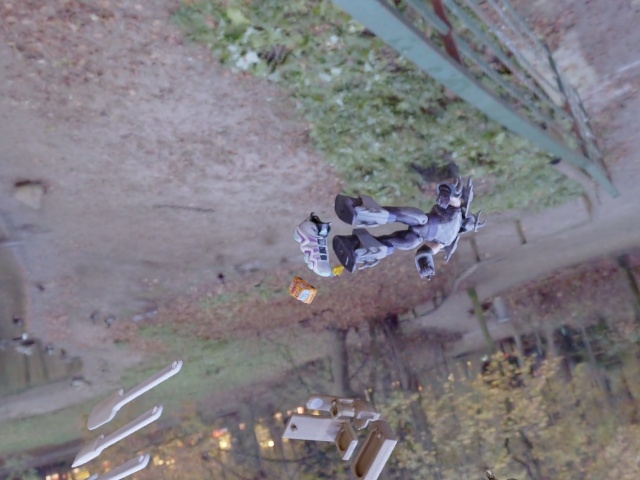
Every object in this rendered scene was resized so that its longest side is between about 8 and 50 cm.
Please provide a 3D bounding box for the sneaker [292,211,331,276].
[{"bbox_3d":[0.000,0.000,1.065,0.038,0.098,0.069,-3,143,-48],"label":"sneaker"}]

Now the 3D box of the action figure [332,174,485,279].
[{"bbox_3d":[0.160,-0.019,1.174,0.285,0.185,0.099,-5,-155,-25],"label":"action figure"}]

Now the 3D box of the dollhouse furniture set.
[{"bbox_3d":[0.028,0.350,1.251,0.123,0.151,0.144,12,114,-26],"label":"dollhouse furniture set"}]

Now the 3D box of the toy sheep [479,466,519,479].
[{"bbox_3d":[0.243,0.396,1.042,0.132,0.091,0.091,-32,166,2],"label":"toy sheep"}]

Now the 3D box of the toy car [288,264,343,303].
[{"bbox_3d":[-0.016,0.072,1.350,0.122,0.060,0.040,-46,162,23],"label":"toy car"}]

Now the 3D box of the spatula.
[{"bbox_3d":[-0.251,0.246,0.867,0.019,0.168,0.242,36,133,-24],"label":"spatula"}]
